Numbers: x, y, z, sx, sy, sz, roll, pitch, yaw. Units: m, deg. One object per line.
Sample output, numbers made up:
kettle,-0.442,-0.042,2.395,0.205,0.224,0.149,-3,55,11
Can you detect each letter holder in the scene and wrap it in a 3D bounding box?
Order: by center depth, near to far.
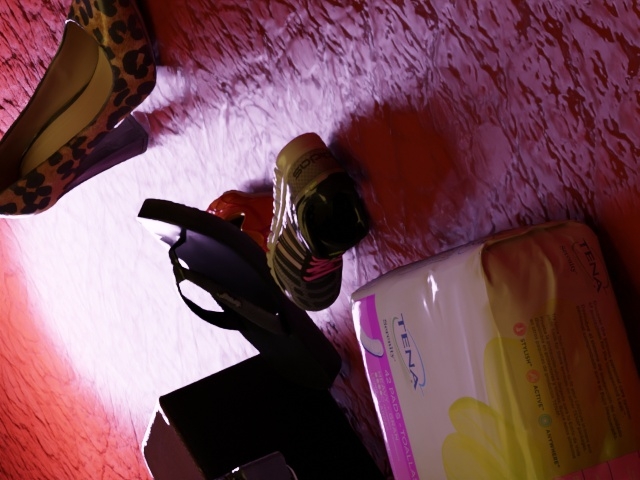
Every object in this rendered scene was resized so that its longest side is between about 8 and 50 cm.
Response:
letter holder,-0.033,0.286,1.545,0.302,0.152,0.214,57,149,20

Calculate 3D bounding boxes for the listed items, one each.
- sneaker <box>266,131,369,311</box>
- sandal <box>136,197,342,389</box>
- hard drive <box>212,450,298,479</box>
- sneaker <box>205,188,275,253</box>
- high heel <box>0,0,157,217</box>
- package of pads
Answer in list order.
sneaker,0.000,0.000,1.340,0.075,0.063,0.170,46,147,42
sandal,-0.066,0.056,1.425,0.097,0.054,0.254,2,142,46
hard drive,-0.073,0.329,1.414,0.237,0.064,0.339,64,148,9
sneaker,-0.079,-0.009,1.478,0.064,0.067,0.175,62,157,-5
high heel,-0.246,-0.131,1.524,0.093,0.186,0.261,45,151,31
package of pads,0.133,0.146,1.132,0.229,0.101,0.296,-24,81,66
